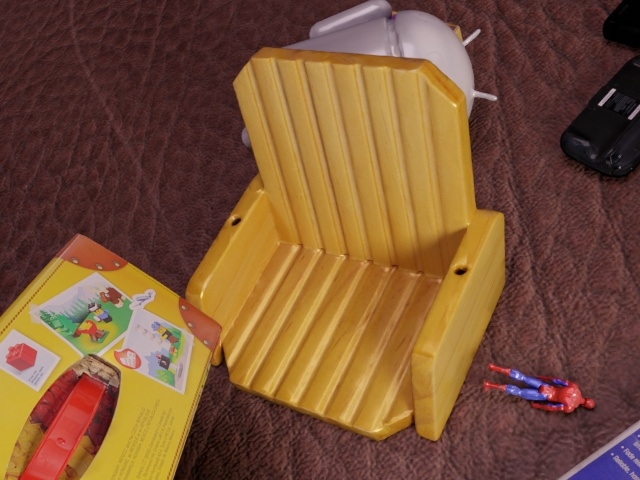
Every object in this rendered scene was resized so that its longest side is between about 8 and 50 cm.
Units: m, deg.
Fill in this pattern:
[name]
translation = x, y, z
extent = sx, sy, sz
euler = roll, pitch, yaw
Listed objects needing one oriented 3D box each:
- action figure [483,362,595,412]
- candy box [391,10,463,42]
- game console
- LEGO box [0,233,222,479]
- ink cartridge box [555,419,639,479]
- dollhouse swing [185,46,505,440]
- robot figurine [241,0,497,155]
[action figure]
translation = 0.239, 0.163, 0.828
extent = 0.115, 0.030, 0.038
euler = 12, 65, 25
[candy box]
translation = 0.126, -0.316, 1.238
extent = 0.187, 0.053, 0.109
euler = 26, 67, 35
[game console]
translation = 0.452, -0.230, 1.032
extent = 0.361, 0.044, 0.213
euler = -45, 50, -16
[LEGO box]
translation = -0.295, 0.272, 0.635
extent = 0.372, 0.193, 0.500
euler = -51, 12, 20
[ink cartridge box]
translation = 0.353, 0.267, 0.623
extent = 0.307, 0.072, 0.303
euler = -33, 31, -4
[dollhouse swing]
translation = 0.000, 0.000, 0.878
extent = 0.347, 0.305, 0.315
euler = 13, 60, 30
[robot figurine]
translation = 0.063, -0.204, 1.077
extent = 0.354, 0.200, 0.299
euler = -13, 73, 14
